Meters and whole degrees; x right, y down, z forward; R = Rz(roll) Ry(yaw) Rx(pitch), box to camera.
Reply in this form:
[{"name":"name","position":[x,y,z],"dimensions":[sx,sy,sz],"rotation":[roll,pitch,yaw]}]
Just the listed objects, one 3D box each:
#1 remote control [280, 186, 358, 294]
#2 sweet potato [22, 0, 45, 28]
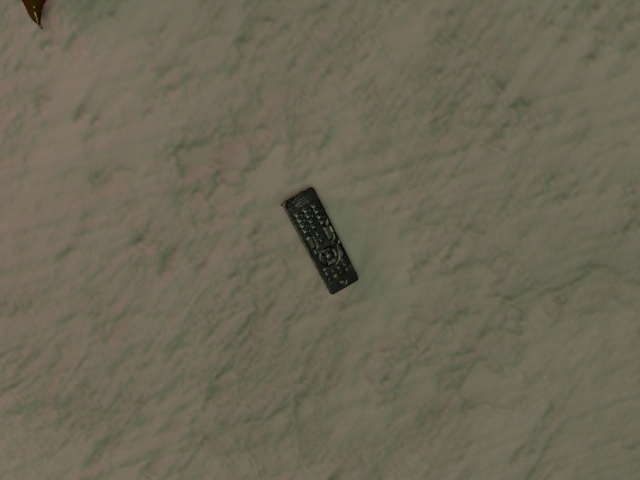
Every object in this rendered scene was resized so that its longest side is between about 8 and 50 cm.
[{"name":"remote control","position":[0.000,0.000,0.806],"dimensions":[0.034,0.016,0.091],"rotation":[-30,103,-10]},{"name":"sweet potato","position":[-0.225,-0.285,0.682],"dimensions":[0.067,0.067,0.273],"rotation":[-3,128,0]}]
